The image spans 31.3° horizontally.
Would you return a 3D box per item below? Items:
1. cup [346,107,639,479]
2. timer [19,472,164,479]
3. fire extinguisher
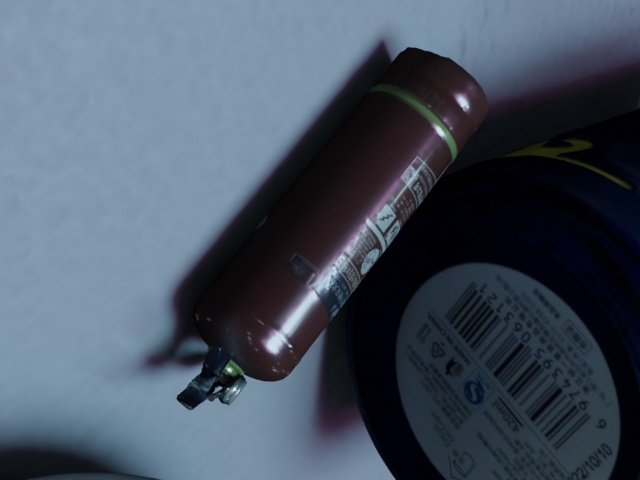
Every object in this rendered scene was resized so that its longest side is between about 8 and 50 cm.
[{"bbox_3d":[0.168,0.004,0.485,0.256,0.178,0.255,-18,155,-45],"label":"cup"},{"bbox_3d":[-0.042,0.225,0.312,0.285,0.285,0.285,-31,135,-37],"label":"timer"},{"bbox_3d":[0.000,0.000,0.414,0.158,0.043,0.064,-51,175,-15],"label":"fire extinguisher"}]
